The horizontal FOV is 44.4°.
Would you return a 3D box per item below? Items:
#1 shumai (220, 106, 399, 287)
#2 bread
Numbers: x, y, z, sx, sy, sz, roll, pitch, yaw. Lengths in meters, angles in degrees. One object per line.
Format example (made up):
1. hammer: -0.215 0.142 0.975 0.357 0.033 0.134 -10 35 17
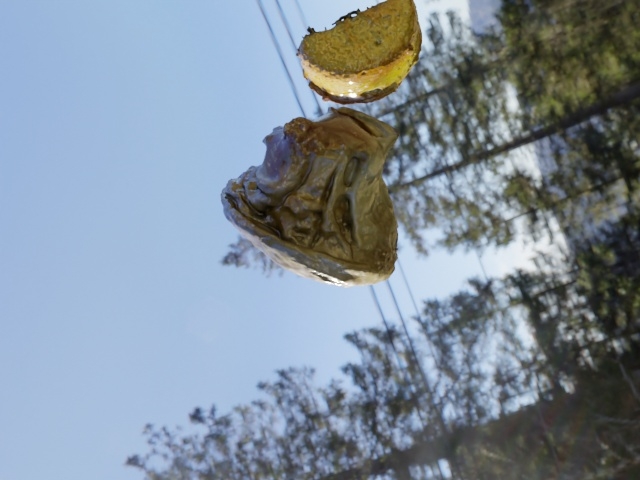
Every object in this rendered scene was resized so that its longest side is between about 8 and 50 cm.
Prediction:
1. shumai: 0.007 -0.039 0.563 0.146 0.116 0.145 20 -158 -8
2. bread: 0.094 -0.360 1.541 0.160 0.261 0.147 67 -179 -75
